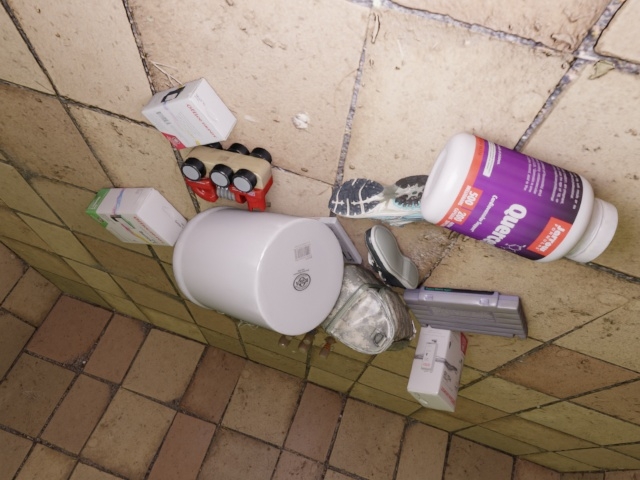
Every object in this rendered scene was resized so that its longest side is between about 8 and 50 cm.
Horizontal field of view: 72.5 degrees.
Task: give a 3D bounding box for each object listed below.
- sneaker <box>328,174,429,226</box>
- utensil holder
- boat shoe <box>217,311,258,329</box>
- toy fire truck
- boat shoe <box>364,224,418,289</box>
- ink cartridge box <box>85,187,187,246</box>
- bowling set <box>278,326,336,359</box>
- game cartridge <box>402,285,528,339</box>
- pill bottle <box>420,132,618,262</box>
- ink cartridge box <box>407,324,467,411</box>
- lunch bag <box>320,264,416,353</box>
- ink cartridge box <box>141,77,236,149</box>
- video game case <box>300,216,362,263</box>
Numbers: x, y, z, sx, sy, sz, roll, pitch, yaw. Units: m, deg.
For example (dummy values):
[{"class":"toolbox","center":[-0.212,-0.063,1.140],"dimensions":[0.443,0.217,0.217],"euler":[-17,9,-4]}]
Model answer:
[{"class":"sneaker","center":[0.153,-0.075,1.052],"dimensions":[0.283,0.110,0.122],"euler":[3,150,31]},{"class":"utensil holder","center":[-0.175,0.075,1.229],"dimensions":[0.386,0.327,0.327],"euler":[10,152,45]},{"class":"boat shoe","center":[-0.338,0.348,2.062],"dimensions":[0.368,0.156,0.135],"euler":[10,150,21]},{"class":"toy fire truck","center":[-0.226,-0.143,1.176],"dimensions":[0.217,0.158,0.246],"euler":[14,141,13]},{"class":"boat shoe","center":[0.187,0.060,1.255],"dimensions":[0.091,0.114,0.302],"euler":[-6,142,33]},{"class":"ink cartridge box","center":[-0.658,-0.084,1.569],"dimensions":[0.279,0.117,0.201],"euler":[3,147,29]},{"class":"bowling set","center":[-0.068,0.427,2.075],"dimensions":[0.288,0.154,0.199],"euler":[11,132,20]},{"class":"game cartridge","center":[0.471,0.232,1.425],"dimensions":[0.356,0.068,0.230],"euler":[1,142,33]},{"class":"pill bottle","center":[0.370,-0.071,0.832],"dimensions":[0.323,0.181,0.181],"euler":[21,152,1]},{"class":"ink cartridge box","center":[0.431,0.450,1.588],"dimensions":[0.117,0.282,0.207],"euler":[-2,145,36]},{"class":"lunch bag","center":[0.149,0.232,1.331],"dimensions":[0.256,0.212,0.305],"euler":[44,-172,24]},{"class":"ink cartridge box","center":[-0.304,-0.290,1.019],"dimensions":[0.175,0.072,0.127],"euler":[0,145,34]},{"class":"video game case","center":[0.000,0.000,1.370],"dimensions":[0.207,0.026,0.227],"euler":[3,148,30]}]
